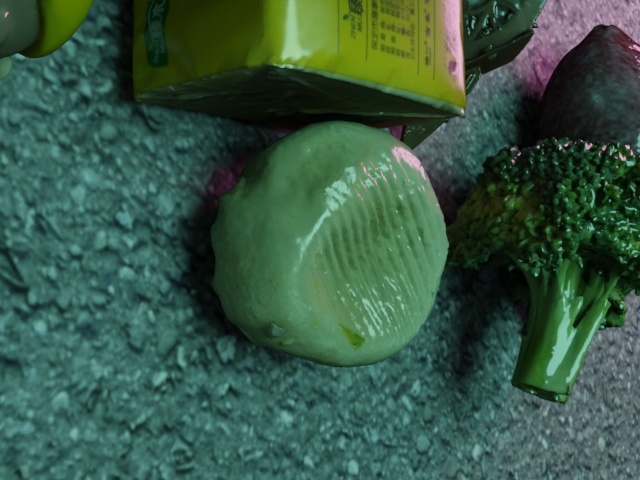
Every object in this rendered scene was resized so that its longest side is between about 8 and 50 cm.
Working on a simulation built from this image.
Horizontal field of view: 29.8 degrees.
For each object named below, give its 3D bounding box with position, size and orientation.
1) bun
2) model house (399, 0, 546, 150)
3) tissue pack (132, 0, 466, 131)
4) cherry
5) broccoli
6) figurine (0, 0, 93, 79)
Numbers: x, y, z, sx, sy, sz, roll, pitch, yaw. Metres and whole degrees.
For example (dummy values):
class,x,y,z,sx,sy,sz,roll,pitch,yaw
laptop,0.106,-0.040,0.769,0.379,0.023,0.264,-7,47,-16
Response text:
class,x,y,z,sx,sy,sz,roll,pitch,yaw
bun,0.000,0.000,1.191,0.259,0.160,0.259,-15,112,-40
model house,0.137,-0.216,1.402,0.176,0.181,0.248,29,88,1
tissue pack,-0.019,-0.306,1.153,0.293,0.228,0.382,6,79,-48
cherry,0.396,-0.145,1.613,0.230,0.203,0.300,4,72,-43
broccoli,0.271,0.022,1.436,0.302,0.249,0.375,-49,161,-9
figurine,-0.302,-0.163,0.870,0.215,0.187,0.344,38,64,-24
